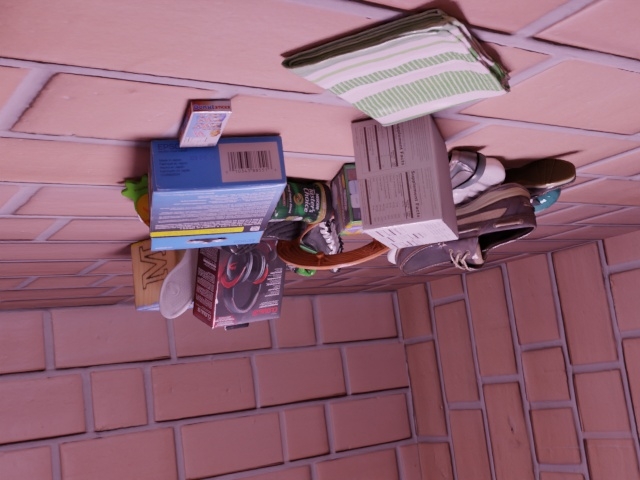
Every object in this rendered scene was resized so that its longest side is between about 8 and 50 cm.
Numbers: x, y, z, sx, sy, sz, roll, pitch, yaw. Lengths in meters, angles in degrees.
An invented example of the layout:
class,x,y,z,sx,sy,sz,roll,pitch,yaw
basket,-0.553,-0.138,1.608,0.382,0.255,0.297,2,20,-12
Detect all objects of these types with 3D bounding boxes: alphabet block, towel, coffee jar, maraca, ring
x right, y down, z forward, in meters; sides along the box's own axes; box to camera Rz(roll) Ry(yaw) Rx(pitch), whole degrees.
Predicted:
class,x,y,z,sx,sy,sz,roll,pitch,yaw
alphabet block,-0.417,0.094,2.300,0.193,0.197,0.192,-13,169,34
towel,0.130,-0.244,1.179,0.247,0.038,0.324,-11,170,27
coffee jar,-0.055,-0.088,1.790,0.184,0.096,0.079,1,168,-43
maraca,-0.336,-0.078,1.664,0.127,0.099,0.186,-19,142,17
ring,0.052,-0.026,1.946,0.336,0.032,0.337,-12,-154,6

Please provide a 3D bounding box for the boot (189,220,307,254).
class,x,y,z,sx,sy,sz,roll,pitch,yaw
boot,-0.195,-0.056,1.881,0.222,0.118,0.338,8,-167,34

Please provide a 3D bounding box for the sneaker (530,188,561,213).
class,x,y,z,sx,sy,sz,roll,pitch,yaw
sneaker,0.450,-0.106,2.006,0.302,0.108,0.121,-10,174,25

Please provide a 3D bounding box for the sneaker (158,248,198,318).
class,x,y,z,sx,sy,sz,roll,pitch,yaw
sneaker,-0.328,0.079,2.147,0.104,0.296,0.147,30,-172,15

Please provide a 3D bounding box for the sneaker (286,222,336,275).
class,x,y,z,sx,sy,sz,roll,pitch,yaw
sneaker,-0.092,0.041,2.373,0.343,0.147,0.134,-15,168,42

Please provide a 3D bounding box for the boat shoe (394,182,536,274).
class,x,y,z,sx,sy,sz,roll,pitch,yaw
boat shoe,0.338,-0.003,1.852,0.355,0.130,0.132,-30,145,18

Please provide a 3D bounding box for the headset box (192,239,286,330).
class,x,y,z,sx,sy,sz,roll,pitch,yaw
headset box,-0.207,0.092,2.068,0.218,0.294,0.110,-4,-160,-39

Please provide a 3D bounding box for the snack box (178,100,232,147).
class,x,y,z,sx,sy,sz,roll,pitch,yaw
snack box,-0.193,-0.190,1.309,0.064,0.022,0.178,-3,170,-17

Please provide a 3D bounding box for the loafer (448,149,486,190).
class,x,y,z,sx,sy,sz,roll,pitch,yaw
loafer,0.262,-0.141,1.786,0.084,0.096,0.267,19,154,-22

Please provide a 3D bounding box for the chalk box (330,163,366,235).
class,x,y,z,sx,sy,sz,roll,pitch,yaw
chalk box,0.110,-0.096,1.749,0.131,0.133,0.213,-5,171,-12

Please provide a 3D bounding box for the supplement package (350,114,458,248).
class,x,y,z,sx,sy,sz,roll,pitch,yaw
supplement package,0.166,-0.107,1.504,0.145,0.204,0.262,-8,170,14

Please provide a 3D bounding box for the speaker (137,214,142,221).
class,x,y,z,sx,sy,sz,roll,pitch,yaw
speaker,-0.339,-0.076,1.776,0.136,0.055,0.055,-7,170,2

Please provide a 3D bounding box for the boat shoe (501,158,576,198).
class,x,y,z,sx,sy,sz,roll,pitch,yaw
boat shoe,0.503,-0.136,1.889,0.223,0.080,0.073,-10,141,32

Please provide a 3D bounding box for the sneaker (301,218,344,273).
class,x,y,z,sx,sy,sz,roll,pitch,yaw
sneaker,0.000,0.000,2.200,0.106,0.078,0.234,2,137,19

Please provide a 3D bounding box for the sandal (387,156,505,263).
class,x,y,z,sx,sy,sz,roll,pitch,yaw
sandal,0.304,-0.079,1.946,0.169,0.102,0.416,5,144,-33

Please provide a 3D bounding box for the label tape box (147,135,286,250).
class,x,y,z,sx,sy,sz,roll,pitch,yaw
label tape box,-0.215,-0.086,1.548,0.240,0.106,0.334,-4,163,-15
